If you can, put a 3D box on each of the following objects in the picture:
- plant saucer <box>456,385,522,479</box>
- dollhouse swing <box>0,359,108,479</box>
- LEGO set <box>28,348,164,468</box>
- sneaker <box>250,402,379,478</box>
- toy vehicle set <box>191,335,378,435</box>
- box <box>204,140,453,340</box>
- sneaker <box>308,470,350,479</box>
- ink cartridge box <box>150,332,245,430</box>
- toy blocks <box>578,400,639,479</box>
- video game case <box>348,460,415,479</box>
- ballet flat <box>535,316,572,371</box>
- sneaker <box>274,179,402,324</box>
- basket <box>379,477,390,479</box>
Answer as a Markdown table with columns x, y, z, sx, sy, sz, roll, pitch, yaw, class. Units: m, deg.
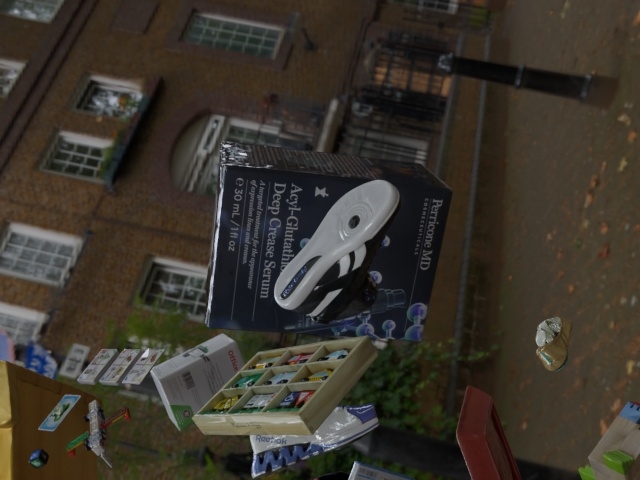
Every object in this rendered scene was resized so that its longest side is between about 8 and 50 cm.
| x | y | z | sx | sy | sz | roll | pitch | yaw | class |
| --- | --- | --- | --- | --- | --- | --- | --- | --- | --- |
| 0.338 | 0.435 | 1.362 | 0.258 | 0.048 | 0.259 | 70 | -162 | -3 | plant saucer |
| -0.605 | 0.416 | 1.348 | 0.347 | 0.315 | 0.304 | 63 | -151 | -64 | dollhouse swing |
| -0.379 | 0.290 | 1.200 | 0.060 | 0.183 | 0.244 | 59 | -138 | -28 | LEGO set |
| -0.032 | 0.402 | 1.605 | 0.127 | 0.316 | 0.182 | 90 | 160 | -71 | sneaker |
| -0.057 | 0.217 | 1.038 | 0.166 | 0.267 | 0.035 | -43 | -73 | -40 | toy vehicle set |
| 0.000 | 0.000 | 1.286 | 0.212 | 0.396 | 0.293 | -114 | 30 | -69 | box |
| 0.061 | 0.623 | 1.686 | 0.148 | 0.131 | 0.350 | -51 | -34 | 13 | sneaker |
| -0.308 | 0.365 | 1.842 | 0.093 | 0.219 | 0.160 | 19 | 130 | 60 | ink cartridge box |
| 0.829 | 0.563 | 1.814 | 0.261 | 0.191 | 0.381 | -44 | -54 | -21 | toy blocks |
| 0.073 | 0.435 | 1.089 | 0.015 | 0.119 | 0.166 | 6 | 73 | 59 | video game case |
| 0.538 | 0.219 | 1.631 | 0.080 | 0.073 | 0.232 | -49 | -3 | 25 | ballet flat |
| 0.049 | 0.021 | 0.906 | 0.217 | 0.121 | 0.079 | -45 | 40 | 23 | sneaker |
| 0.137 | 0.464 | 0.835 | 0.223 | 0.299 | 0.213 | -51 | -35 | 9 | basket |
